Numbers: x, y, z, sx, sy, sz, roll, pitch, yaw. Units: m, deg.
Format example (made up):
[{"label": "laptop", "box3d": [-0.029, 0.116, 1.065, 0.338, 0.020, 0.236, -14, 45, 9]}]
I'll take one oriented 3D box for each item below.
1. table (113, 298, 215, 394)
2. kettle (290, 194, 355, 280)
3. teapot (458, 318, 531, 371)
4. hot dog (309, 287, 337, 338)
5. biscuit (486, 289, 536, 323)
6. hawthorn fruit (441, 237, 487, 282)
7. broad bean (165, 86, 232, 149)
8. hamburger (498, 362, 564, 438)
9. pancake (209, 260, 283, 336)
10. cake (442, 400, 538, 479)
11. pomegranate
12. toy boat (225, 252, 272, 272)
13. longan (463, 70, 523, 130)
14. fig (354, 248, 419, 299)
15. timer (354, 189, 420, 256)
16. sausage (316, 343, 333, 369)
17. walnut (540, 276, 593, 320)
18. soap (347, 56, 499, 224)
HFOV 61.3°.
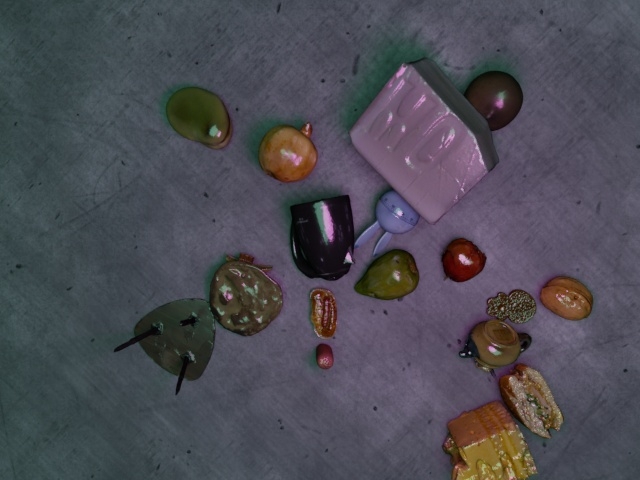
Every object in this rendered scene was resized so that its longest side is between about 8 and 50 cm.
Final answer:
[{"label": "table", "box3d": [-0.527, 0.357, 1.913, 0.318, 0.249, 0.316, 0, 95, 3]}, {"label": "kettle", "box3d": [0.000, 0.000, 1.897, 0.269, 0.207, 0.290, -7, 97, 39]}, {"label": "teapot", "box3d": [0.618, 0.383, 1.915, 0.270, 0.173, 0.182, 0, 130, -18]}, {"label": "hot dog", "box3d": [0.012, 0.267, 1.976, 0.099, 0.053, 0.191, -4, 92, 7]}, {"label": "biscuit", "box3d": [0.689, 0.238, 1.951, 0.175, 0.026, 0.124, 1, 93, 3]}, {"label": "hawthorn fruit", "box3d": [0.490, 0.078, 1.897, 0.148, 0.148, 0.172, 41, 114, -1]}, {"label": "broad bean", "box3d": [-0.427, -0.439, 1.909, 0.263, 0.121, 0.189, 35, 92, 2]}, {"label": "hamburger", "box3d": [0.726, 0.567, 1.914, 0.144, 0.157, 0.282, -32, 98, -15]}, {"label": "pancake", "box3d": [-0.275, 0.213, 1.963, 0.295, 0.049, 0.294, 3, 109, 8]}, {"label": "cake", "box3d": [0.571, 0.742, 1.898, 0.286, 0.227, 0.222, -25, 94, 5]}, {"label": "pomegranate", "box3d": [-0.114, -0.300, 1.872, 0.207, 0.207, 0.206, 0, 95, 3]}, {"label": "toy boat", "box3d": [-0.262, 0.087, 1.969, 0.172, 0.065, 0.066, 18, 104, -3]}, {"label": "longan", "box3d": [0.574, -0.467, 1.808, 0.197, 0.220, 0.196, 5, 67, -11]}, {"label": "fig", "box3d": [0.235, 0.132, 1.901, 0.234, 0.167, 0.167, -24, 93, -2]}, {"label": "timer", "box3d": [0.234, -0.077, 1.906, 0.256, 0.175, 0.175, -35, 92, 34]}, {"label": "sausage", "box3d": [0.015, 0.415, 1.937, 0.062, 0.154, 0.062, 0, 97, -2]}, {"label": "walnut", "box3d": [0.865, 0.203, 1.887, 0.180, 0.144, 0.144, 37, 96, 8]}, {"label": "soap", "box3d": [0.346, -0.319, 1.757, 0.435, 0.213, 0.350, 49, 119, 6]}]
